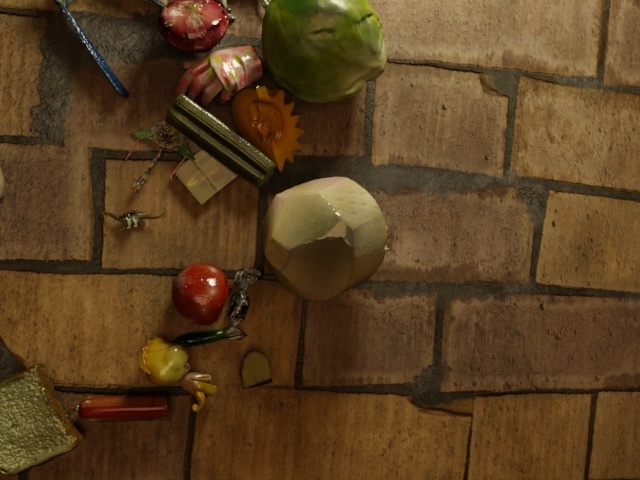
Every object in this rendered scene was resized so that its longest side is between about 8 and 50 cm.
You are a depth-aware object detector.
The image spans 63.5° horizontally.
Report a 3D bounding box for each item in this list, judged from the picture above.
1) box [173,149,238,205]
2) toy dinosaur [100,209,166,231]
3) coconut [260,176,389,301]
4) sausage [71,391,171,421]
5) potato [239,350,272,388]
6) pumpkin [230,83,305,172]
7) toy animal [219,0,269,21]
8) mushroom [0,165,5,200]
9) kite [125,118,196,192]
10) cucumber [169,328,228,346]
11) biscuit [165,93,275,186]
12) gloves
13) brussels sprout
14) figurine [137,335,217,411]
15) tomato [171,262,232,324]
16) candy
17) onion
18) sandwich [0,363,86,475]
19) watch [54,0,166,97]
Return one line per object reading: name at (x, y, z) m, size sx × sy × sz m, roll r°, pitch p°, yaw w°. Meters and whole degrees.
box at (-0.298, -0.205, 1.447) m, size 0.193 × 0.030 × 0.121 m, roll -40°, pitch 100°, yaw -6°
toy dinosaur at (-0.511, -0.054, 1.416) m, size 0.180 × 0.037 × 0.058 m, roll -2°, pitch 100°, yaw -10°
coconut at (0.000, 0.000, 1.386) m, size 0.352 × 0.352 × 0.353 m, roll -1°, pitch 95°, yaw -11°
sausage at (-0.551, 0.466, 1.434) m, size 0.263 × 0.083 × 0.083 m, roll 2°, pitch 95°, yaw -10°
potato at (-0.196, 0.369, 1.501) m, size 0.096 × 0.066 × 0.103 m, roll -3°, pitch 86°, yaw -34°
pumpkin at (-0.147, -0.334, 1.436) m, size 0.130 × 0.149 × 0.254 m, roll -43°, pitch 134°, yaw -30°
toy animal at (-0.183, -0.700, 1.401) m, size 0.255 × 0.090 × 0.170 m, roll -34°, pitch 96°, yaw -8°
mushroom at (-0.900, -0.148, 1.264) m, size 0.226 × 0.178 × 0.227 m, roll 1°, pitch 87°, yaw -17°
kite at (-0.438, -0.236, 1.412) m, size 0.198 × 0.006 × 0.244 m, roll 26°, pitch 82°, yaw -1°
cucumber at (-0.346, 0.281, 1.477) m, size 0.167 × 0.039 × 0.039 m, roll -8°, pitch 96°, yaw -12°
biscuit at (-0.269, -0.263, 1.398) m, size 0.322 × 0.038 × 0.099 m, roll 37°, pitch 111°, yaw -10°
gloves at (-0.281, -0.441, 1.387) m, size 0.241 × 0.126 × 0.145 m, roll -28°, pitch 102°, yaw -14°
brussels sprout at (0.007, -0.530, 1.371) m, size 0.343 × 0.268 × 0.344 m, roll -9°, pitch 117°, yaw -18°
figurine at (-0.401, 0.367, 1.439) m, size 0.246 × 0.131 × 0.156 m, roll 41°, pitch 117°, yaw -20°
tomato at (-0.328, 0.141, 1.408) m, size 0.167 × 0.167 × 0.167 m, roll -1°, pitch 95°, yaw -11°
candy at (-0.225, 0.185, 1.483) m, size 0.093 × 0.051 × 0.226 m, roll 19°, pitch 89°, yaw -17°
onion at (-0.321, -0.546, 1.337) m, size 0.183 × 0.147 × 0.184 m, roll -4°, pitch 55°, yaw 6°
sandwich at (-0.794, 0.483, 1.385) m, size 0.226 × 0.087 × 0.251 m, roll -27°, pitch 97°, yaw -9°
watch at (-0.569, -0.564, 1.353) m, size 0.274 × 0.068 × 0.276 m, roll 30°, pitch 89°, yaw -16°
